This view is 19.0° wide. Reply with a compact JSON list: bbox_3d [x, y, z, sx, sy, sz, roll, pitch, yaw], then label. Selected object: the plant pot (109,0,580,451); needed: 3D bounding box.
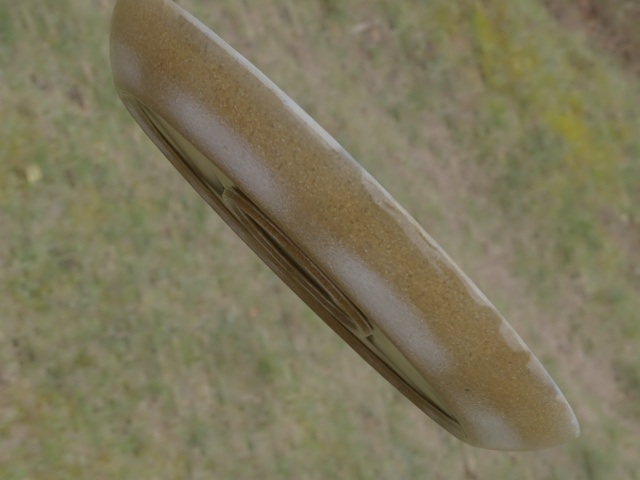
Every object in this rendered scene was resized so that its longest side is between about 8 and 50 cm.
[{"bbox_3d":[0.000,0.000,0.708,0.236,0.032,0.236,44,-6,6],"label":"plant pot"}]
